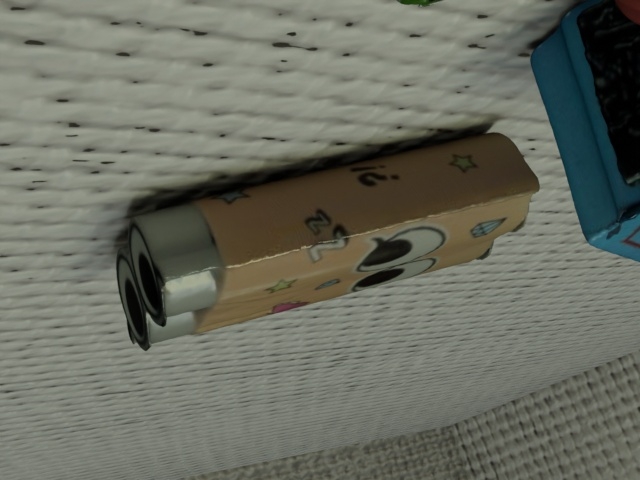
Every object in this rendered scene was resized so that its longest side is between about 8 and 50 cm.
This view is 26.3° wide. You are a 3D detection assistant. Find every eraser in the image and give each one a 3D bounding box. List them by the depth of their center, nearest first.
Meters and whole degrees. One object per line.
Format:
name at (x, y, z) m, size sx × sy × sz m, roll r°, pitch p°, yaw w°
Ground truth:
eraser at (0.000, 0.000, 1.030) m, size 0.290 × 0.087 × 0.171 m, roll -14°, pitch 164°, yaw -20°

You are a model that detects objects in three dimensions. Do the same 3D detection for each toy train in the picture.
toy train at (0.302, -0.097, 0.865) m, size 0.300 × 0.188 × 0.265 m, roll -27°, pitch 156°, yaw 32°

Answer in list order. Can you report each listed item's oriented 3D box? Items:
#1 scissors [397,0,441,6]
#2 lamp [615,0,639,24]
scissors at (0.091, -0.166, 0.636) m, size 0.101 × 0.027 × 0.204 m, roll -18°, pitch 168°, yaw -12°
lamp at (0.195, -0.148, 0.698) m, size 0.107 × 0.092 × 0.107 m, roll 13°, pitch 151°, yaw 7°
